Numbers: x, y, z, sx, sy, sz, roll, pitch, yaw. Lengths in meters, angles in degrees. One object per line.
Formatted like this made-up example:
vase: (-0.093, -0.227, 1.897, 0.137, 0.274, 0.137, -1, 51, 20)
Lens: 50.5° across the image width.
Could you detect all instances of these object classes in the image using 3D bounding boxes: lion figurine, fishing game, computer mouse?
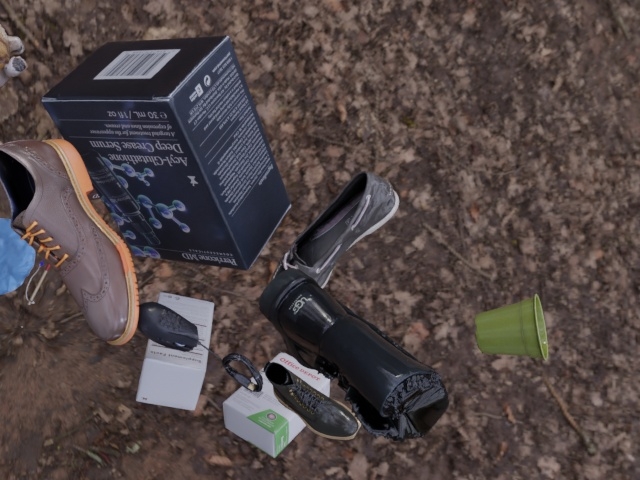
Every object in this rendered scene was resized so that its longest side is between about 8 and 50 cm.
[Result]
lion figurine: (-0.691, -0.269, 1.388, 0.142, 0.240, 0.391, 12, 84, -40)
fishing game: (-0.765, 0.041, 1.621, 0.264, 0.041, 0.189, 26, 88, 7)
computer mouse: (-0.192, 0.177, 1.070, 0.242, 0.071, 0.041, 34, 38, -12)

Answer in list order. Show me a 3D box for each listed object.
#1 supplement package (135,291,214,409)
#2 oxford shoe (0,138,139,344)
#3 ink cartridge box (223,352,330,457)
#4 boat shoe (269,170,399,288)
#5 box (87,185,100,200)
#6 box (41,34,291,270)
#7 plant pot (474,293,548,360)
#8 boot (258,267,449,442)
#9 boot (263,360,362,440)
supplement package: (-0.255, 0.194, 1.204, 0.105, 0.179, 0.105, 13, 123, -12)
oxford shoe: (-0.401, 0.005, 1.045, 0.133, 0.130, 0.363, -8, 63, -58)
ink cartridge box: (-0.101, 0.390, 1.637, 0.219, 0.160, 0.092, -35, 138, -43)
boat shoe: (0.000, 0.000, 1.277, 0.335, 0.112, 0.095, -45, 136, 8)
box: (-0.566, -0.281, 1.872, 0.191, 0.381, 0.143, -17, 68, -47)
box: (-0.275, -0.162, 1.304, 0.212, 0.294, 0.395, -61, 144, -38)
plant pot: (0.238, 0.114, 0.854, 0.083, 0.079, 0.083, -11, 90, -67)
boot: (0.050, 0.147, 0.771, 0.094, 0.246, 0.207, -47, 59, -7)
boot: (-0.022, 0.309, 1.300, 0.198, 0.137, 0.076, 21, 65, 23)
